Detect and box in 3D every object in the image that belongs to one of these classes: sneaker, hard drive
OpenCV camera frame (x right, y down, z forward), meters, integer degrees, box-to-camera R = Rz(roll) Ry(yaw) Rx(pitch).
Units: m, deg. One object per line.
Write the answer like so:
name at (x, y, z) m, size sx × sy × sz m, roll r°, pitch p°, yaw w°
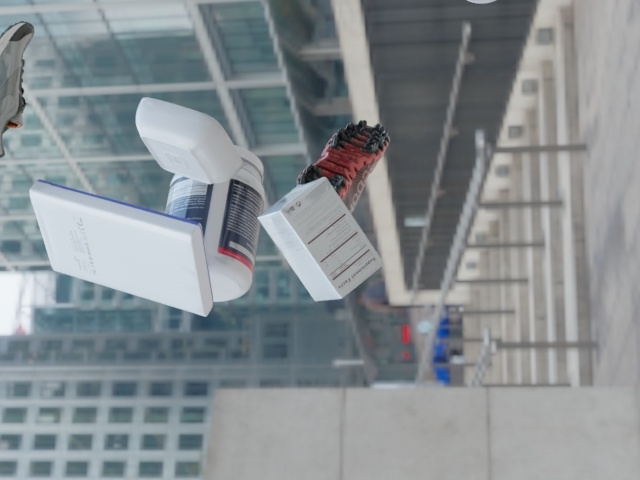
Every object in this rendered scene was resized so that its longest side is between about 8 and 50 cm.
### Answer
sneaker at (0.039, -0.117, 2.075) m, size 0.276 × 0.098 × 0.135 m, roll -50°, pitch -24°, yaw -41°
sneaker at (-0.561, -0.263, 1.977) m, size 0.100 × 0.108 × 0.271 m, roll -34°, pitch 36°, yaw 66°
hard drive at (-0.349, 0.014, 1.977) m, size 0.210 × 0.319 × 0.040 m, roll 87°, pitch -155°, yaw -45°

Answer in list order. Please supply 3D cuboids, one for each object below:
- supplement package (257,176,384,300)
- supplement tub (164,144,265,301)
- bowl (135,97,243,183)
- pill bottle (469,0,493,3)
supplement package at (0.000, 0.000, 1.858) m, size 0.179 × 0.105 × 0.105 m, roll 56°, pitch 156°, yaw -11°
supplement tub at (-0.211, -0.034, 2.189) m, size 0.191 × 0.191 × 0.272 m, roll 73°, pitch -158°, yaw -61°
bowl at (-0.192, -0.133, 1.578) m, size 0.053 × 0.142 × 0.142 m, roll -61°, pitch -26°, yaw -20°
pill bottle at (0.276, -0.502, 1.958) m, size 0.186 × 0.112 × 0.112 m, roll -89°, pitch -6°, yaw -54°
